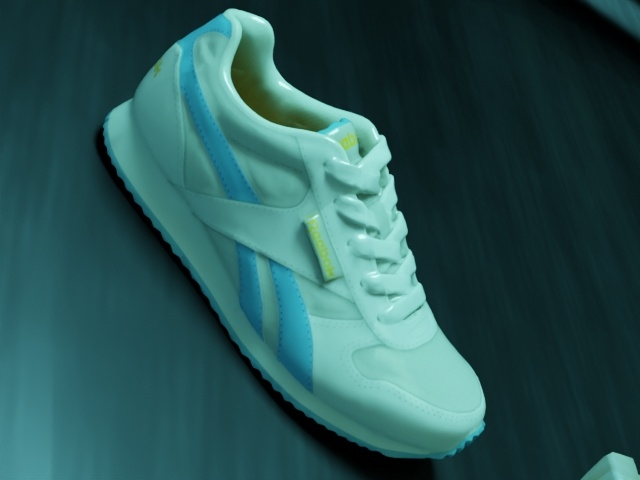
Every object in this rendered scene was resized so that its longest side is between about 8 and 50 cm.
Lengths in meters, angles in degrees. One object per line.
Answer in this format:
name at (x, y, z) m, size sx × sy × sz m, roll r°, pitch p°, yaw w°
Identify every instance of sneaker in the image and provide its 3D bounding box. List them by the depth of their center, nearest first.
sneaker at (0.000, 0.000, 0.576) m, size 0.229 × 0.092 × 0.087 m, roll 49°, pitch 28°, yaw 4°

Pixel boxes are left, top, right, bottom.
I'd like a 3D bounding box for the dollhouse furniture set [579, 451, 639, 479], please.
dollhouse furniture set at (0.183, 0.215, 0.362) m, size 0.198 × 0.286 × 0.303 m, roll 19°, pitch 38°, yaw -19°
